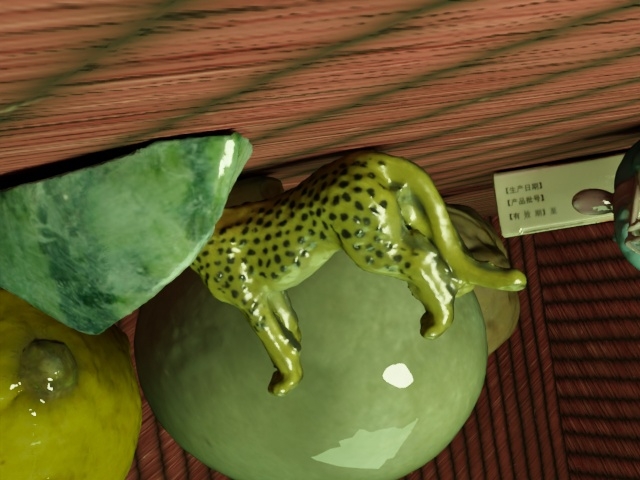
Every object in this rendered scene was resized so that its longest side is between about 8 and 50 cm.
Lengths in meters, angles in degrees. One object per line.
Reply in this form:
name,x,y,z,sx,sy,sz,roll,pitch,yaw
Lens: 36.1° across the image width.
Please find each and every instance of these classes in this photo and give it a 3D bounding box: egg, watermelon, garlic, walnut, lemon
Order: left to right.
lemon,-0.371,0.186,1.096,0.350,0.350,0.387,-8,161,-35
watermelon,-0.091,-0.010,0.428,0.180,0.081,0.094,-1,-150,48
garlic,-0.052,-0.016,0.587,0.053,0.041,0.083,-13,174,-23
egg,-0.015,0.092,0.857,0.352,0.258,0.258,-8,180,42
walnut,0.097,0.068,1.160,0.273,0.273,0.227,-9,146,17

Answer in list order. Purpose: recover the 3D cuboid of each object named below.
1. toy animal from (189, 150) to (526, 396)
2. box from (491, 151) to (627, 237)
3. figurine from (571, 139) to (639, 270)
toy animal,0.000,0.000,0.515,0.181,0.136,0.073,-21,-156,26
box,0.310,-0.051,0.972,0.214,0.069,0.353,-9,177,21
figurine,0.285,-0.026,0.572,0.205,0.103,0.260,18,166,-18
